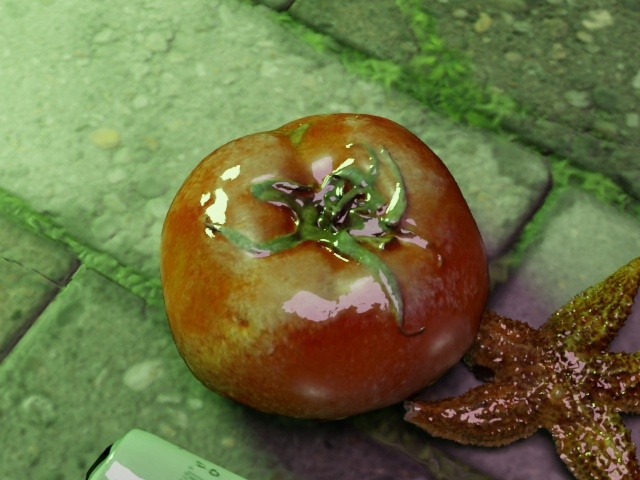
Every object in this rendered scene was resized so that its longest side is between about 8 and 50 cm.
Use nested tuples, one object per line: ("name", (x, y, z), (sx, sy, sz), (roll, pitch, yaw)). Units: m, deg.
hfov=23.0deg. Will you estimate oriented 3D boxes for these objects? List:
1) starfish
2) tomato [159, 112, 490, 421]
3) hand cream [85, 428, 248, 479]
("starfish", (0.170, 0.094, 1.051), (0.227, 0.043, 0.240), (-30, 68, -16))
("tomato", (0.000, 0.000, 1.049), (0.236, 0.095, 0.237), (-3, 52, 3))
("hand cream", (-0.005, 0.216, 0.971), (0.320, 0.067, 0.109), (27, 54, 10))
